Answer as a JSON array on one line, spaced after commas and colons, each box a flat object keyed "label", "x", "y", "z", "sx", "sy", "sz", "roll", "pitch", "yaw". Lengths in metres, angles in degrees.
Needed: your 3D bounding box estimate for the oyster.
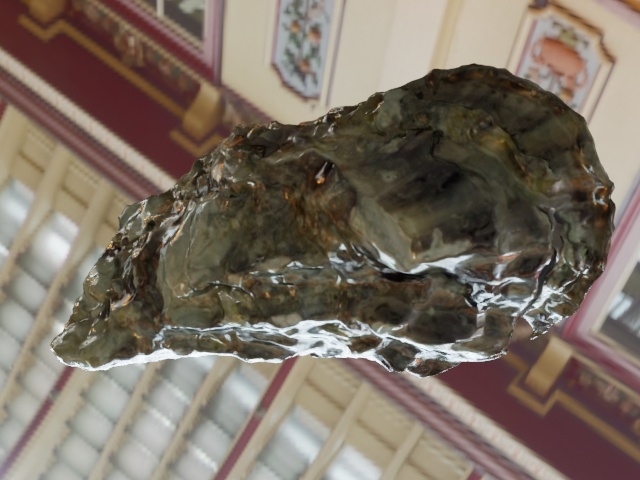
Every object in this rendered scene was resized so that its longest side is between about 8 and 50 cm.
[{"label": "oyster", "x": 0.001, "y": -0.002, "z": 0.600, "sx": 0.252, "sy": 0.199, "sz": 0.087, "roll": 16, "pitch": -143, "yaw": 13}]
